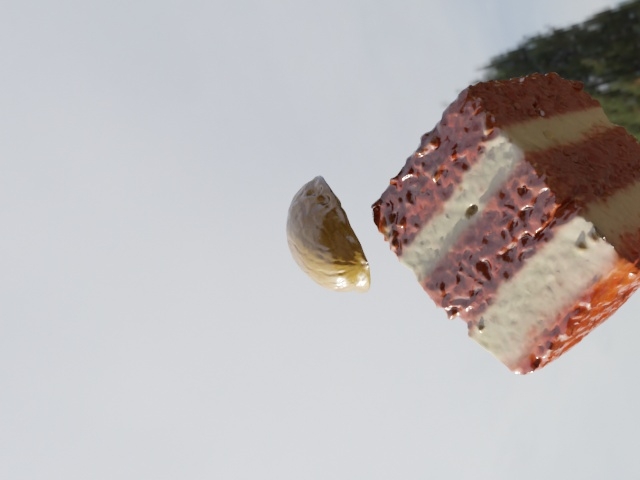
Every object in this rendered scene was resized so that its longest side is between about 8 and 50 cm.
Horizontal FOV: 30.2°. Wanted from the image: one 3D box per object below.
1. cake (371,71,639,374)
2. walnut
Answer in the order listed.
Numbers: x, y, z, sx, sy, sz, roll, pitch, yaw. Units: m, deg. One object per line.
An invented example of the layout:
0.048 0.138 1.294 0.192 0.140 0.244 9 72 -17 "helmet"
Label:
0.287 -0.024 1.580 0.270 0.269 0.319 -17 -119 -47 "cake"
-0.001 0.001 1.682 0.211 0.087 0.167 -125 18 -64 "walnut"
